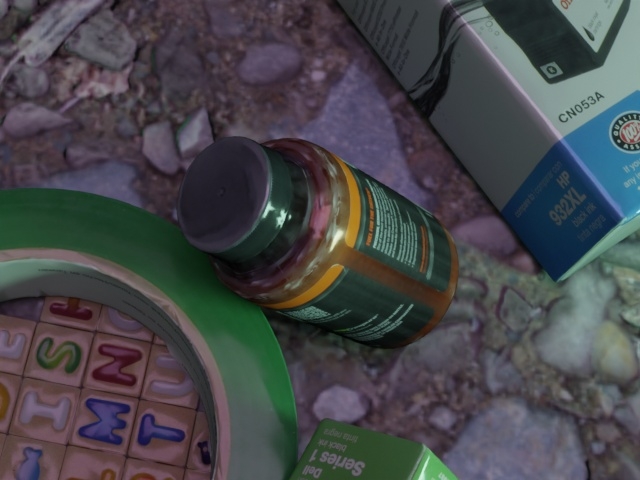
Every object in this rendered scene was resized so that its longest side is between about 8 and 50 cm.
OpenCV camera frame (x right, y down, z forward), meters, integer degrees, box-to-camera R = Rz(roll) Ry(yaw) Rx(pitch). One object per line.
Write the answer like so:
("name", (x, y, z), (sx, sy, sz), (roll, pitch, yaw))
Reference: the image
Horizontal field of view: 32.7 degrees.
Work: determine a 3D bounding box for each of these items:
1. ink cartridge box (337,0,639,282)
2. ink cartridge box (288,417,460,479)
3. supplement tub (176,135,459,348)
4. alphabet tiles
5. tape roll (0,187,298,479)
("ink cartridge box", (0.184, -0.162, 0.823), (0.223, 0.129, 0.307), (-32, 77, -18))
("ink cartridge box", (0.019, 0.240, 0.620), (0.160, 0.092, 0.219), (49, 62, -35))
("supplement tub", (0.000, 0.000, 0.689), (0.106, 0.198, 0.106), (-13, 66, 32))
("alphabet tiles", (-0.147, 0.139, 0.719), (0.198, 0.009, 0.237), (12, 68, -4))
("tape roll", (-0.176, 0.129, 0.673), (0.321, 0.077, 0.321), (3, 68, -8))
